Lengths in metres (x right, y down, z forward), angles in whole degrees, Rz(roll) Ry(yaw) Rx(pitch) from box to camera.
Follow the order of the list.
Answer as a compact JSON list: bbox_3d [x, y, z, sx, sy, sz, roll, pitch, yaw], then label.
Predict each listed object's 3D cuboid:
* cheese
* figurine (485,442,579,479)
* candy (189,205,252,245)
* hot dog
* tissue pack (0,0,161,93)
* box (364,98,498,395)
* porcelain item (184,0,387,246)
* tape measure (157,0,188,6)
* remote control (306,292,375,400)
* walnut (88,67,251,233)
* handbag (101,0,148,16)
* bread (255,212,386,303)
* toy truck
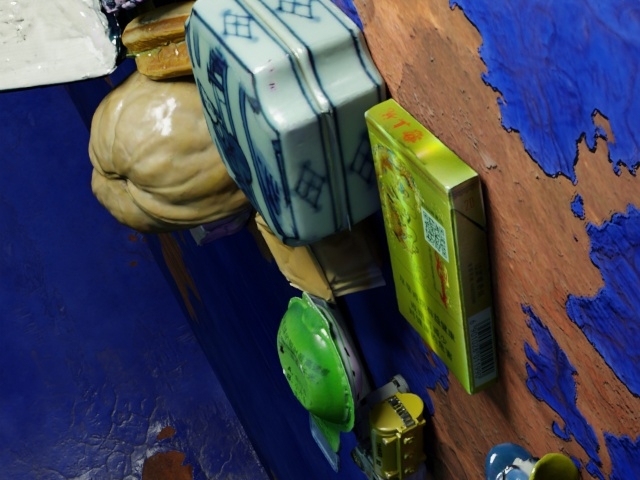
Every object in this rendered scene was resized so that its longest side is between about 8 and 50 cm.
[{"bbox_3d":[0.002,0.204,1.628,0.204,0.083,0.320,52,157,42],"label":"cheese"},{"bbox_3d":[0.233,0.357,1.195,0.283,0.204,0.338,43,-160,-48],"label":"figurine"},{"bbox_3d":[-0.236,-0.131,2.173,0.265,0.115,0.155,62,163,5],"label":"candy"},{"bbox_3d":[-0.168,-0.279,1.556,0.250,0.076,0.104,-4,126,37],"label":"hot dog"},{"bbox_3d":[-0.405,-0.393,1.748,0.416,0.264,0.253,-81,-20,-67],"label":"tissue pack"},{"bbox_3d":[0.127,0.012,1.271,0.173,0.043,0.311,49,159,46],"label":"box"},{"bbox_3d":[-0.041,-0.155,1.368,0.286,0.157,0.281,51,159,41],"label":"porcelain item"},{"bbox_3d":[-0.201,-0.404,1.616,0.186,0.112,0.199,58,165,16],"label":"tape measure"},{"bbox_3d":[0.065,0.253,1.879,0.107,0.044,0.378,-152,40,-74],"label":"remote control"},{"bbox_3d":[-0.208,-0.146,1.739,0.285,0.285,0.296,56,156,30],"label":"walnut"},{"bbox_3d":[-0.214,-0.417,1.458,0.127,0.228,0.208,-61,-49,-63],"label":"handbag"},{"bbox_3d":[0.000,0.000,1.570,0.136,0.107,0.241,65,166,-11],"label":"bread"},{"bbox_3d":[0.104,0.297,1.705,0.114,0.098,0.227,54,162,36],"label":"toy truck"}]
